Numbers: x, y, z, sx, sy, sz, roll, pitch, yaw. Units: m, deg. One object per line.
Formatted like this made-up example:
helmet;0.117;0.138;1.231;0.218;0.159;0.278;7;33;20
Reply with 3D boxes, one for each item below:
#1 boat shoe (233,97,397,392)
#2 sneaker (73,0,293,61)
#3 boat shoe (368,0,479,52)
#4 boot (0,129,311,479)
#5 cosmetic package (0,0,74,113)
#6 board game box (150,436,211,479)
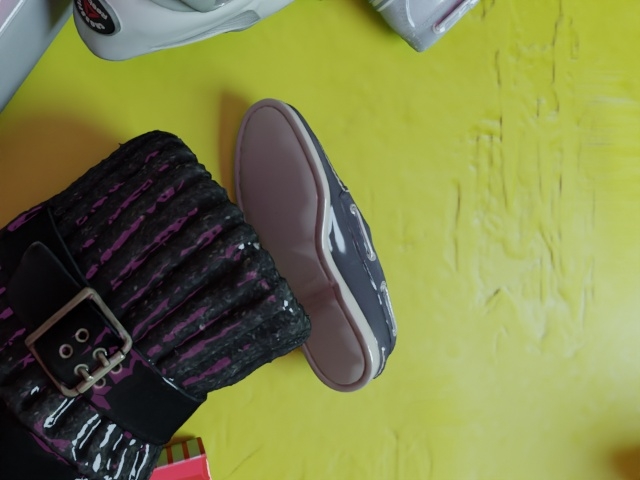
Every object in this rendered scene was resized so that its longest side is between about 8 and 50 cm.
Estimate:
boat shoe;0.000;0.000;0.543;0.065;0.075;0.206;-21;91;-55
sneaker;-0.028;-0.215;0.497;0.330;0.146;0.122;-38;97;-35
boat shoe;0.135;-0.221;0.555;0.227;0.079;0.081;-39;107;-4
boot;-0.104;0.124;0.432;0.260;0.131;0.348;-29;81;-16
cosmetic package;-0.213;-0.135;0.444;0.107;0.127;0.238;37;81;-13
board game box;-0.129;0.246;0.514;0.146;0.045;0.194;-13;94;-13
